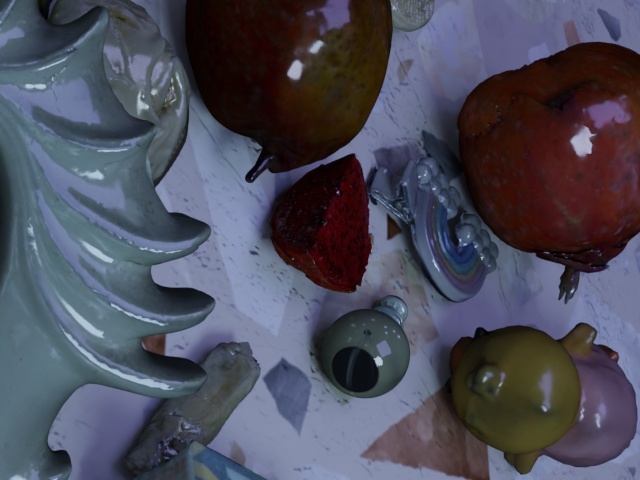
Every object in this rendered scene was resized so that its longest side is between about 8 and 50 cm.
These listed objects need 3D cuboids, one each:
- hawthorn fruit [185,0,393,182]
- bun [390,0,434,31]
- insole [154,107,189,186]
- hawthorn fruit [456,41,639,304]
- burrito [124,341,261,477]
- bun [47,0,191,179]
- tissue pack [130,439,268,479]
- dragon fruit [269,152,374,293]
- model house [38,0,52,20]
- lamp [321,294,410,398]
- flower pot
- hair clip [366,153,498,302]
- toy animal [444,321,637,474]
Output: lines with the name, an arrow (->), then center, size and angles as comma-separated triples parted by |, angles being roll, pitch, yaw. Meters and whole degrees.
hawthorn fruit -> -0.037, -0.174, 1.257 | 0.208, 0.208, 0.248 | 14, 83, -46
bun -> 0.096, -0.290, 1.540 | 0.086, 0.055, 0.086 | 2, 86, -39
insole -> -0.175, -0.073, 1.191 | 0.086, 0.005, 0.253 | 45, 48, -29
hawthorn fruit -> 0.296, -0.078, 1.548 | 0.276, 0.276, 0.307 | -22, 108, -50
burrito -> -0.108, 0.153, 1.158 | 0.188, 0.045, 0.058 | -51, 122, -47
bun -> -0.165, -0.133, 1.103 | 0.183, 0.102, 0.183 | -3, 90, -74
tissue pack -> -0.052, 0.343, 1.004 | 0.228, 0.128, 0.311 | 39, 27, -43
dragon fruit -> 0.000, 0.000, 1.317 | 0.106, 0.083, 0.162 | 62, 30, -33
model house -> -0.304, -0.280, 1.044 | 0.211, 0.170, 0.194 | 15, 70, -15
lamp -> 0.057, 0.100, 1.348 | 0.091, 0.091, 0.163 | 62, 24, -12
flower pot -> -0.224, -0.011, 0.936 | 0.254, 0.164, 0.367 | -29, 104, -13
hair clip -> 0.135, -0.007, 1.497 | 0.220, 0.054, 0.140 | 50, 39, -30
toy animal -> 0.248, 0.178, 1.471 | 0.281, 0.169, 0.195 | 21, 96, -40
